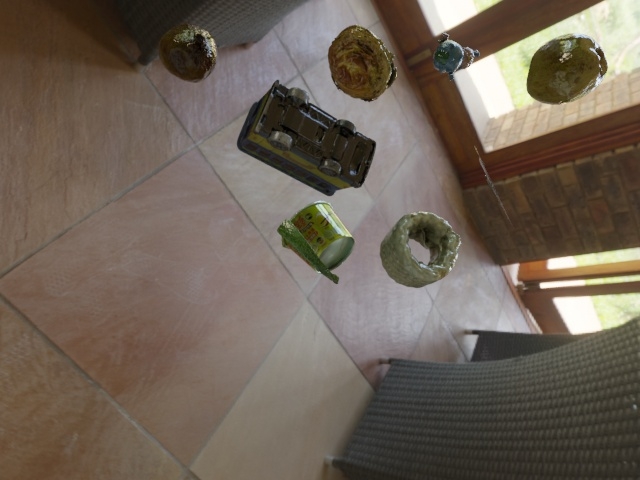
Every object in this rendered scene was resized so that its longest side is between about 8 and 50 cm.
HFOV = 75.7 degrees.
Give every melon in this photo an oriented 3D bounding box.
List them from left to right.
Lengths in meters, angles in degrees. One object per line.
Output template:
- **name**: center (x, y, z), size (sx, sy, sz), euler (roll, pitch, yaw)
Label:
- **melon**: center (-0.039, 0.047, 1.324), size (0.053, 0.114, 0.261), euler (-41, 79, -12)

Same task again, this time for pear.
- **pear**: center (0.776, -0.540, 1.298), size (0.188, 0.211, 0.228), euler (40, 66, -39)

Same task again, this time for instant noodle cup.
- **instant noodle cup**: center (0.000, 0.000, 1.919), size (0.311, 0.311, 0.221), euler (-2, 41, -47)

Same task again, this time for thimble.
- **thimble**: center (0.400, 0.038, 1.659), size (0.292, 0.195, 0.291), euler (6, 68, -14)

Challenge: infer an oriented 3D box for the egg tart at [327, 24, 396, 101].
- **egg tart**: center (0.171, -0.708, 1.652), size (0.297, 0.297, 0.132), euler (56, 43, -21)

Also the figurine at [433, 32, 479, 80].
- **figurine**: center (0.450, -0.635, 1.417), size (0.178, 0.114, 0.144), euler (-11, 55, -30)

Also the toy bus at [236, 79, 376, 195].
- **toy bus**: center (-0.031, -0.229, 0.982), size (0.288, 0.175, 0.138), euler (25, 76, -24)

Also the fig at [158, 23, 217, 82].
- **fig**: center (-0.413, -0.588, 1.322), size (0.191, 0.190, 0.290), euler (29, 17, -39)

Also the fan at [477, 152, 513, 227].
- **fan**: center (0.485, -0.175, 1.187), size (0.233, 0.012, 0.414), euler (54, 25, -26)
